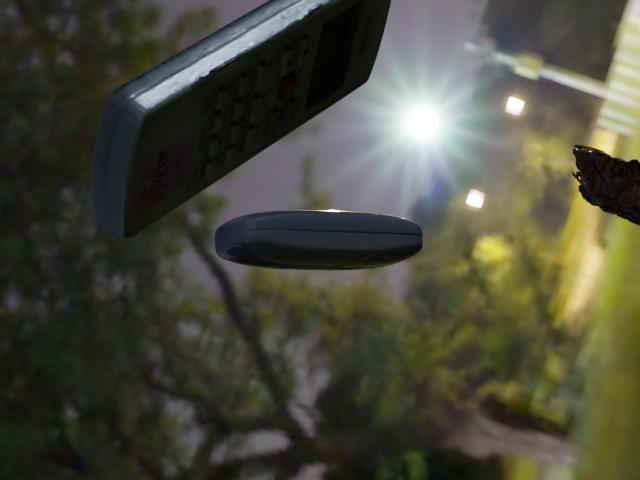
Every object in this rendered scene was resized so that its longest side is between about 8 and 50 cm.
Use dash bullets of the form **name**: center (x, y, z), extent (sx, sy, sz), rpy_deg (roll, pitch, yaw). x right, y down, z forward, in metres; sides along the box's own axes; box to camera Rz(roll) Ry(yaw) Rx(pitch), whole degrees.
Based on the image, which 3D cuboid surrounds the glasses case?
- **glasses case**: center (0.000, 0.000, 1.450), extent (0.067, 0.178, 0.045), rpy_deg (-24, 68, 59)

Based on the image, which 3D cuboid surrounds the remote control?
- **remote control**: center (-0.062, -0.130, 1.532), extent (0.344, 0.050, 0.145), rpy_deg (-37, -27, -38)

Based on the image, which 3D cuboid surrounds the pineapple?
- **pineapple**: center (0.390, -0.054, 2.132), extent (0.225, 0.224, 0.076), rpy_deg (-12, -58, -82)
